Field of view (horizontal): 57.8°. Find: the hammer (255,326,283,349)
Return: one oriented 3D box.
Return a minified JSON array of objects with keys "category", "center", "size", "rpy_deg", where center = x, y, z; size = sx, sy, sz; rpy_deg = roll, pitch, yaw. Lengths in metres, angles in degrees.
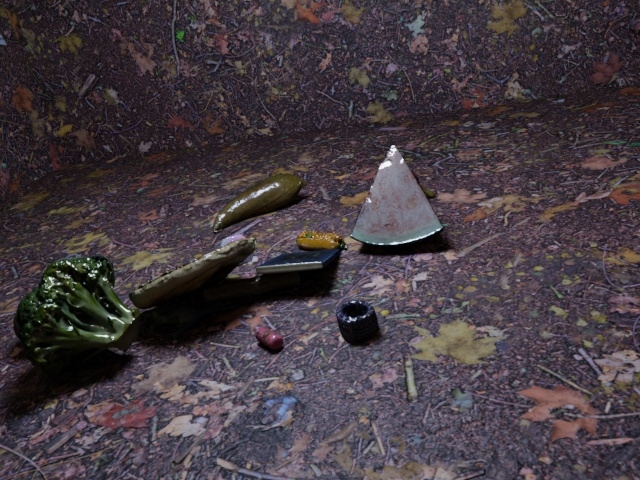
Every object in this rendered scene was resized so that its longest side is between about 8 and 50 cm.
[{"category":"hammer","center":[-0.125,0.237,1.404],"size":[0.043,0.043,0.083],"rpy_deg":[-27,29,-32]}]

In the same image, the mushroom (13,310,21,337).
[{"category":"mushroom","center":[-0.796,0.230,1.654],"size":[0.117,0.141,0.188],"rpy_deg":[-40,8,22]}]

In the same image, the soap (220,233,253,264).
[{"category":"soap","center":[-0.279,0.030,1.933],"size":[0.100,0.056,0.149],"rpy_deg":[-18,24,-21]}]

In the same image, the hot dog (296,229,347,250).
[{"category":"hot dog","center":[0.000,0.000,1.867],"size":[0.188,0.055,0.072],"rpy_deg":[4,26,35]}]

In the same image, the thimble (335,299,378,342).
[{"category":"thimble","center":[0.087,0.187,1.381],"size":[0.095,0.066,0.104],"rpy_deg":[-14,22,3]}]

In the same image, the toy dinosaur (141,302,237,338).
[{"category":"toy dinosaur","center":[-0.379,0.199,1.615],"size":[0.248,0.075,0.188],"rpy_deg":[0,15,40]}]

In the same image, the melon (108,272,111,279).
[{"category":"melon","center":[-0.754,0.130,1.922],"size":[0.128,0.079,0.160],"rpy_deg":[-7,15,-39]}]

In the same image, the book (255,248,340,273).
[{"category":"book","center":[-0.058,0.059,1.695],"size":[0.191,0.025,0.269],"rpy_deg":[-6,5,13]}]

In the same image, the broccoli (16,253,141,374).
[{"category":"broccoli","center":[-0.605,0.202,1.467],"size":[0.283,0.304,0.321],"rpy_deg":[19,55,10]}]

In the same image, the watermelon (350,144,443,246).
[{"category":"watermelon","center":[0.271,-0.115,1.787],"size":[0.250,0.292,0.283],"rpy_deg":[24,30,7]}]

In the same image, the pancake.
[{"category":"pancake","center":[-0.341,0.094,1.621],"size":[0.387,0.082,0.387],"rpy_deg":[-28,-2,-1]}]

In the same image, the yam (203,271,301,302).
[{"category":"yam","center":[-0.192,0.129,1.633],"size":[0.274,0.061,0.061],"rpy_deg":[-12,23,-12]}]

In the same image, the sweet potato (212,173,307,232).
[{"category":"sweet potato","center":[-0.248,-0.155,2.275],"size":[0.423,0.130,0.130],"rpy_deg":[-27,27,-17]}]

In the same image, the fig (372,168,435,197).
[{"category":"fig","center":[0.287,-0.192,2.063],"size":[0.175,0.175,0.207],"rpy_deg":[11,17,42]}]
